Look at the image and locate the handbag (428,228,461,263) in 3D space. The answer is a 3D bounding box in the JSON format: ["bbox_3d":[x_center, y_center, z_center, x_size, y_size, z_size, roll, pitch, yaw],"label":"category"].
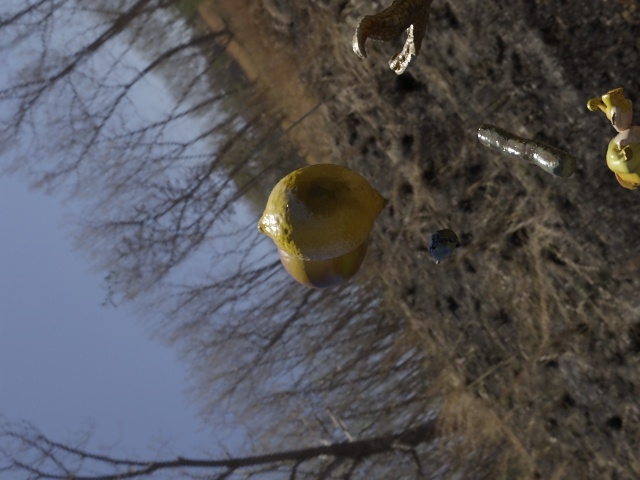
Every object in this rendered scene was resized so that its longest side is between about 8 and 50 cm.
[{"bbox_3d":[0.272,0.013,1.742,0.111,0.072,0.047,101,159,-63],"label":"handbag"}]

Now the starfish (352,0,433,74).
[{"bbox_3d":[0.141,-0.414,1.302,0.094,0.375,0.327,15,133,23],"label":"starfish"}]

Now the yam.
[{"bbox_3d":[0.452,-0.201,1.744,0.253,0.061,0.061,34,170,48],"label":"yam"}]

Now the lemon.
[{"bbox_3d":[0.002,-0.054,1.522,0.188,0.256,0.188,166,90,-89],"label":"lemon"}]

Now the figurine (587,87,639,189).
[{"bbox_3d":[0.735,-0.241,1.885,0.156,0.131,0.246,-26,-83,-41],"label":"figurine"}]

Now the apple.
[{"bbox_3d":[0.000,0.000,1.811,0.236,0.208,0.237,8,-173,-1],"label":"apple"}]
